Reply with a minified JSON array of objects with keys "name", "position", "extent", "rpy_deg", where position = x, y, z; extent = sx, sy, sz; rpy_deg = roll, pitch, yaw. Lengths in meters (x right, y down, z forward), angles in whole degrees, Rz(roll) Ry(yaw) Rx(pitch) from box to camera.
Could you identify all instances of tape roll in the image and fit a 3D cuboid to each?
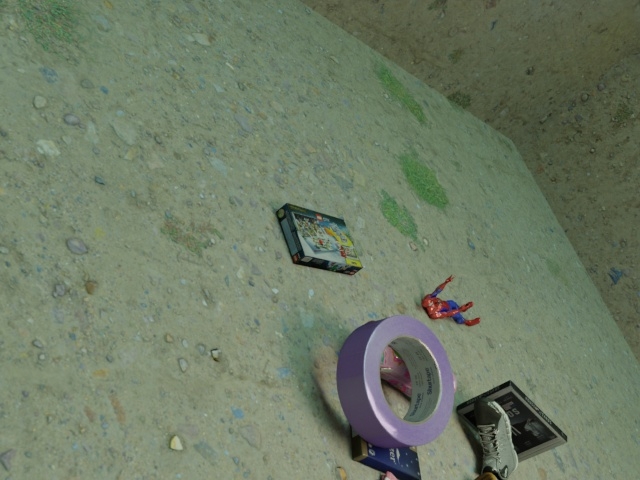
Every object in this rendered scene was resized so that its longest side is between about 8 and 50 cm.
[{"name":"tape roll","position":[0.165,0.304,1.492],"extent":[0.274,0.090,0.275],"rpy_deg":[16,65,-36]}]

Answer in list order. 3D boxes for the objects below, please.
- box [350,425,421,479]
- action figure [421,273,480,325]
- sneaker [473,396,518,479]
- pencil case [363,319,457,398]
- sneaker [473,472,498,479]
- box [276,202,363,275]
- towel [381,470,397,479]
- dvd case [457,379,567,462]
[{"name":"box","position":[0.155,0.452,1.531],"extent":[0.225,0.036,0.137],"rpy_deg":[34,34,-31]},{"name":"action figure","position":[0.414,0.187,2.093],"extent":[0.280,0.139,0.092],"rpy_deg":[13,46,-45]},{"name":"sneaker","position":[0.439,0.525,1.765],"extent":[0.132,0.086,0.229],"rpy_deg":[-38,108,-53]},{"name":"pencil case","position":[0.196,0.304,1.662],"extent":[0.284,0.124,0.124],"rpy_deg":[34,34,-28]},{"name":"sneaker","position":[0.409,0.671,1.569],"extent":[0.131,0.112,0.296],"rpy_deg":[45,31,-13]},{"name":"box","position":[0.000,0.000,1.799],"extent":[0.233,0.044,0.159],"rpy_deg":[14,46,-47]},{"name":"towel","position":[0.164,0.585,1.402],"extent":[0.144,0.029,0.197],"rpy_deg":[45,30,-11]},{"name":"dvd case","position":[0.508,0.487,1.839],"extent":[0.238,0.179,0.030],"rpy_deg":[44,34,-14]}]
